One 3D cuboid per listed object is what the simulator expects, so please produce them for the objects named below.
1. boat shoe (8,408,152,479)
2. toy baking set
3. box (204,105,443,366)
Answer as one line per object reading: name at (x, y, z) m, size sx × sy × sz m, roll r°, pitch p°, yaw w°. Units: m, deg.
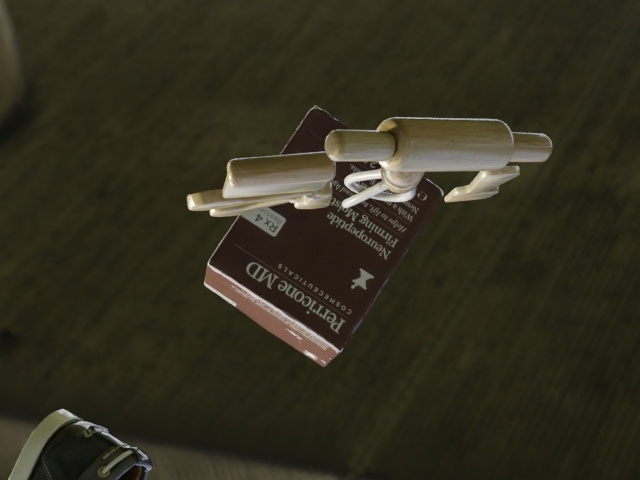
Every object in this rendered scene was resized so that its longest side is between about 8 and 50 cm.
boat shoe at (-0.182, 0.230, 0.967) m, size 0.079 × 0.084 × 0.233 m, roll 21°, pitch -95°, yaw 16°
toy baking set at (0.037, -0.044, 0.917) m, size 0.256 × 0.030 × 0.196 m, roll -3°, pitch 175°, yaw -34°
box at (0.000, 0.000, 1.605) m, size 0.168 × 0.167 × 0.203 m, roll 33°, pitch -102°, yaw 0°
